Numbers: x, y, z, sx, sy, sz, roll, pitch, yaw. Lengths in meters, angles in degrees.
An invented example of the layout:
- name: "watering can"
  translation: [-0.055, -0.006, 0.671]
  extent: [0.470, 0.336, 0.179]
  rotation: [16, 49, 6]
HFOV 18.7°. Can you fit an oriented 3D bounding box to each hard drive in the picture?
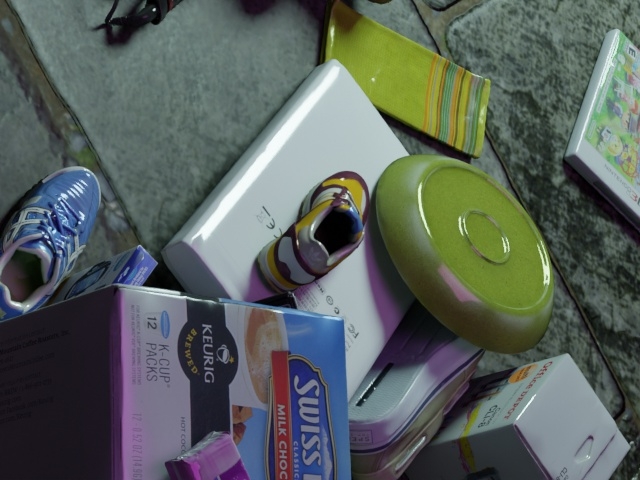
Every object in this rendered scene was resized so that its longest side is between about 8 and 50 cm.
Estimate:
- name: "hard drive"
  translation: [0.000, 0.000, 1.924]
  extent: [0.233, 0.047, 0.353]
  rotation: [53, 40, -15]

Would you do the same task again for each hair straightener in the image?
- name: "hair straightener"
  translation: [-0.147, -0.284, 1.930]
  extent: [0.230, 0.047, 0.089]
  rotation: [-45, 107, -37]

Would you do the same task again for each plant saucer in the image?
- name: "plant saucer"
  translation: [0.160, 0.004, 1.999]
  extent: [0.241, 0.037, 0.241]
  rotation: [29, 41, -28]

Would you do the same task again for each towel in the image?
- name: "towel"
  translation: [0.095, -0.175, 2.124]
  extent: [0.237, 0.021, 0.102]
  rotation: [24, 60, -35]

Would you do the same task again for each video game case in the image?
- name: "video game case"
  translation: [0.391, -0.122, 2.376]
  extent: [0.193, 0.023, 0.212]
  rotation: [41, 52, -25]

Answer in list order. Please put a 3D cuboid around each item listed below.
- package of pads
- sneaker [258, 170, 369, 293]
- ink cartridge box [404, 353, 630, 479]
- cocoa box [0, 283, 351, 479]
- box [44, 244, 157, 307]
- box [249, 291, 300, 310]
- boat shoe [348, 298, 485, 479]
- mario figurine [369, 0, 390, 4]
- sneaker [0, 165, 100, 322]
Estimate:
- name: "package of pads"
  translation: [-0.071, 0.179, 1.357]
  extent: [0.050, 0.032, 0.083]
  rotation: [-30, 101, -41]
- name: "sneaker"
  translation: [0.017, -0.016, 1.845]
  extent: [0.069, 0.084, 0.185]
  rotation: [53, 40, -14]
- name: "ink cartridge box"
  translation: [0.196, 0.214, 1.975]
  extent: [0.127, 0.176, 0.128]
  rotation: [56, 47, -13]
- name: "cocoa box"
  translation: [-0.167, 0.185, 1.531]
  extent: [0.228, 0.347, 0.232]
  rotation: [11, 71, -40]
- name: "box"
  translation: [-0.198, 0.052, 1.695]
  extent: [0.028, 0.136, 0.081]
  rotation: [48, 50, -20]
- name: "box"
  translation: [-0.084, 0.161, 1.749]
  extent: [0.184, 0.045, 0.191]
  rotation: [-16, 87, 1]
- name: "boat shoe"
  translation: [0.097, 0.138, 1.980]
  extent: [0.302, 0.109, 0.094]
  rotation: [-42, 136, -44]
- name: "mario figurine"
  translation: [-0.021, -0.395, 2.050]
  extent: [0.170, 0.198, 0.320]
  rotation: [-42, 120, 0]
- name: "sneaker"
  translation: [-0.244, 0.012, 1.705]
  extent: [0.080, 0.081, 0.211]
  rotation: [45, 49, -20]
